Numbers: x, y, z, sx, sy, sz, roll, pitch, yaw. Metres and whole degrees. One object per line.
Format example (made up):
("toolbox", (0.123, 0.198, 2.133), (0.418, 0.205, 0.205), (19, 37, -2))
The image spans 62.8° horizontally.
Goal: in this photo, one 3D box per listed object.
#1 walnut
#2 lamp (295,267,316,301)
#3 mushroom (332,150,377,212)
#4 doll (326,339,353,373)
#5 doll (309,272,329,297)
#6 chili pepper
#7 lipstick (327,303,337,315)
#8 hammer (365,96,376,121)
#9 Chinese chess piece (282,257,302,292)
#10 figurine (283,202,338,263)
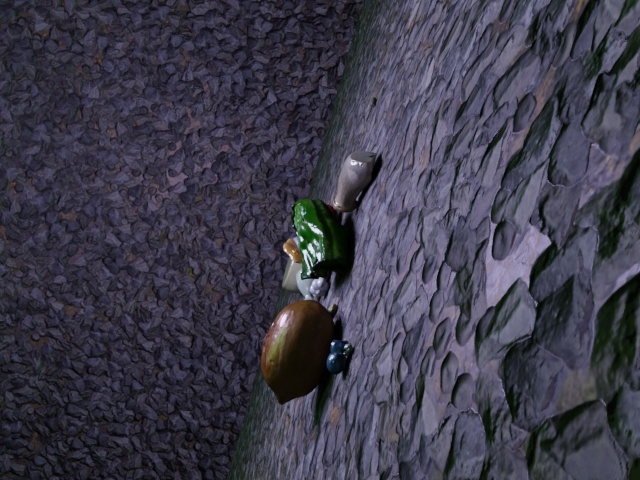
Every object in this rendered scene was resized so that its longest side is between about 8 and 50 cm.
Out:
("walnut", (-0.068, 0.308, 1.462), (0.203, 0.203, 0.298), (137, 156, -76))
("lamp", (-0.040, 0.180, 1.931), (0.106, 0.106, 0.193), (118, 156, -58))
("mushroom", (0.106, -0.191, 1.617), (0.096, 0.108, 0.247), (-29, -20, -35))
("doll", (0.043, 0.280, 1.268), (0.076, 0.050, 0.083), (-162, 86, -87))
("doll", (0.001, 0.127, 1.843), (0.163, 0.062, 0.106), (-84, 7, -46))
("chili pepper", (0.010, 0.004, 1.696), (0.385, 0.167, 0.213), (-108, 18, -56))
("lipstick", (0.024, 0.224, 1.588), (0.116, 0.037, 0.037), (123, 162, -53))
("hammer", (0.182, -0.481, 1.945), (0.110, 0.019, 0.036), (113, 170, -58))
("Chinese chess piece", (-0.101, 0.121, 2.446), (0.250, 0.101, 0.250), (-164, 90, -83))
("figurine", (-0.028, -0.052, 2.037), (0.208, 0.181, 0.257), (-35, -21, -53))
